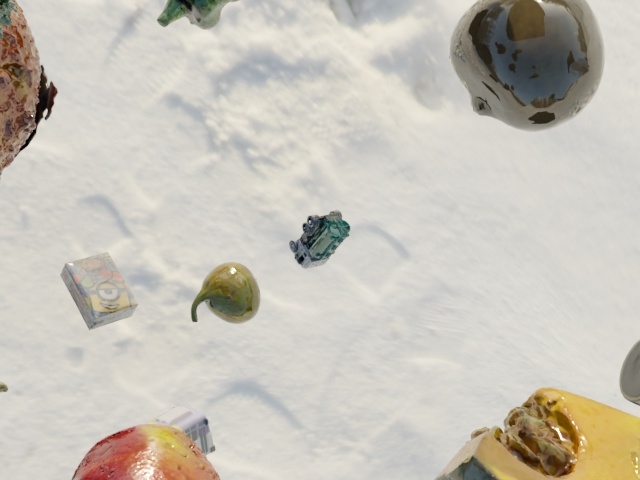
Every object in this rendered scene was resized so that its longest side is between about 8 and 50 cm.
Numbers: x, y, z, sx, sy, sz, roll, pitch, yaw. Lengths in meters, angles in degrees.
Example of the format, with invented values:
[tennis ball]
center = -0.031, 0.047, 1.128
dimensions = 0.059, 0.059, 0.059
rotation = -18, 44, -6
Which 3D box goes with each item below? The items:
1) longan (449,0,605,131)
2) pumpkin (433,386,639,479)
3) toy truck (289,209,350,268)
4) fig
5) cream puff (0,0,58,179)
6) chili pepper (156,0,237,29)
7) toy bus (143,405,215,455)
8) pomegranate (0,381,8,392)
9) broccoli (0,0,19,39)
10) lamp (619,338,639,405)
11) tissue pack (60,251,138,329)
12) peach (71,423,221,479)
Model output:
[longan]
center = 0.238, -0.213, 1.429
dimensions = 0.189, 0.189, 0.189
rotation = -2, 83, 13
[pumpkin]
center = 0.279, 0.338, 1.569
dimensions = 0.256, 0.303, 0.225
rotation = 39, 133, 21
[toy truck]
center = 0.000, 0.000, 1.380
dimensions = 0.083, 0.039, 0.044
rotation = -51, 58, 48
[fig]
center = -0.132, 0.072, 1.719
dimensions = 0.098, 0.082, 0.084
rotation = -2, 101, -29
[cream puff]
center = -0.485, -0.184, 1.405
dimensions = 0.351, 0.228, 0.350
rotation = 0, 87, -4
[chili pepper]
center = -0.101, -0.352, 1.491
dimensions = 0.270, 0.099, 0.136
rotation = -51, 43, -8
[toy bus]
center = -0.159, 0.208, 1.268
dimensions = 0.052, 0.102, 0.058
rotation = 10, 115, 39
[pomegranate]
center = -0.345, 0.089, 0.975
dimensions = 0.191, 0.152, 0.131
rotation = 45, 77, -10
[broccoli]
center = -0.379, -0.270, 1.125
dimensions = 0.194, 0.219, 0.194
rotation = -1, 63, 3
[lamp]
center = 0.396, 0.169, 1.218
dimensions = 0.215, 0.121, 0.121
rotation = 26, 90, -18
[tissue pack]
center = -0.265, 0.059, 1.492
dimensions = 0.083, 0.063, 0.035
rotation = 57, 141, 19
[peach]
center = -0.078, 0.123, 0.597
dimensions = 0.077, 0.050, 0.083
rotation = 3, 41, -23
